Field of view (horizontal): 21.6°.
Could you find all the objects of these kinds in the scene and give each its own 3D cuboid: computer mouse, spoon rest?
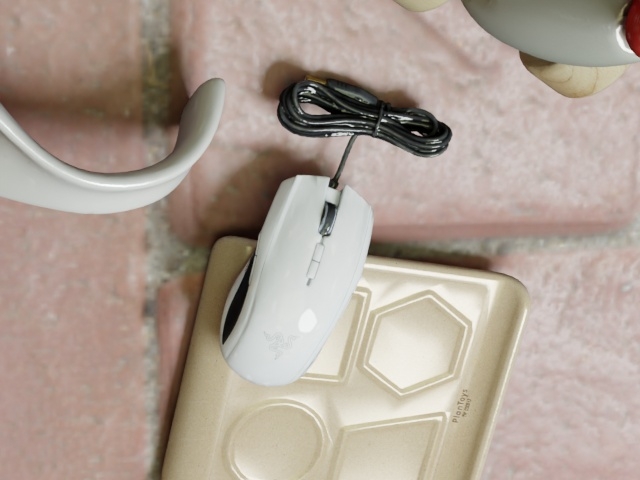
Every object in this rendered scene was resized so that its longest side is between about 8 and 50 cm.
[{"bbox_3d":[0.000,0.000,1.007,0.106,0.042,0.193,20,91,-16],"label":"computer mouse"},{"bbox_3d":[-0.190,-0.070,0.921,0.276,0.084,0.137,9,153,-20],"label":"spoon rest"}]

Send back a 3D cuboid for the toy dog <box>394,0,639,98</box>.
[{"bbox_3d":[0.176,-0.164,0.887,0.220,0.334,0.161,26,88,-48],"label":"toy dog"}]

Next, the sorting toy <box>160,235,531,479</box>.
[{"bbox_3d":[0.014,0.096,1.087,0.208,0.038,0.193,9,110,-13],"label":"sorting toy"}]
